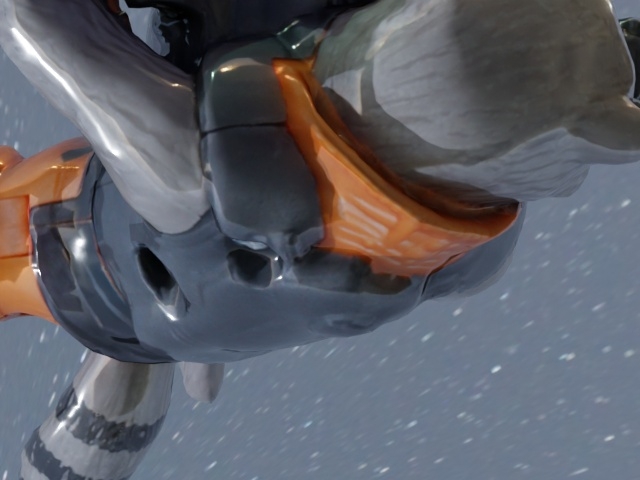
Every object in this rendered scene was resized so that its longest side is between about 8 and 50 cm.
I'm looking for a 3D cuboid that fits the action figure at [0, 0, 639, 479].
[{"bbox_3d":[0.000,0.000,0.623,0.341,0.330,0.178,9,-115,-31],"label":"action figure"}]
